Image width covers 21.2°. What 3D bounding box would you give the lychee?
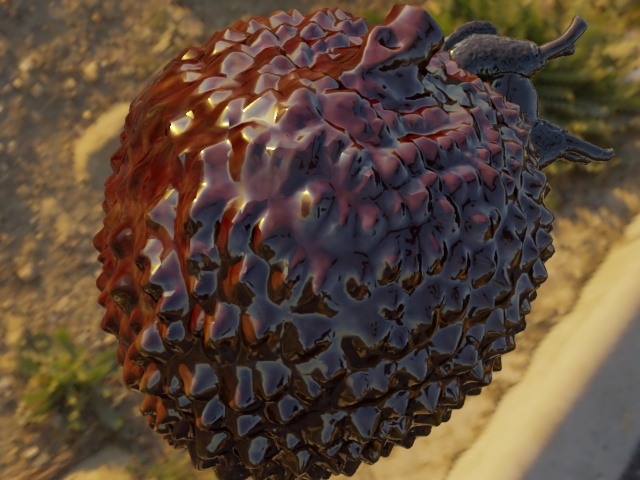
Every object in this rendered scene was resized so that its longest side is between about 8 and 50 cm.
[{"bbox_3d":[0.000,0.000,1.109,0.306,0.330,0.306,17,24,-8],"label":"lychee"}]

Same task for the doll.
[{"bbox_3d":[0.152,-0.114,1.404,0.165,0.057,0.139,-13,100,-16],"label":"doll"}]
